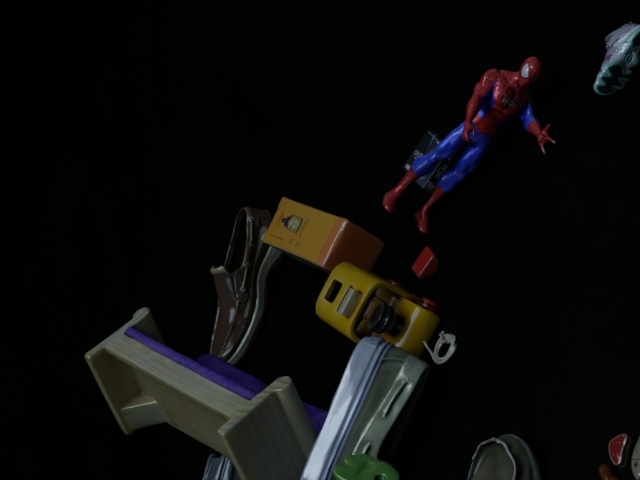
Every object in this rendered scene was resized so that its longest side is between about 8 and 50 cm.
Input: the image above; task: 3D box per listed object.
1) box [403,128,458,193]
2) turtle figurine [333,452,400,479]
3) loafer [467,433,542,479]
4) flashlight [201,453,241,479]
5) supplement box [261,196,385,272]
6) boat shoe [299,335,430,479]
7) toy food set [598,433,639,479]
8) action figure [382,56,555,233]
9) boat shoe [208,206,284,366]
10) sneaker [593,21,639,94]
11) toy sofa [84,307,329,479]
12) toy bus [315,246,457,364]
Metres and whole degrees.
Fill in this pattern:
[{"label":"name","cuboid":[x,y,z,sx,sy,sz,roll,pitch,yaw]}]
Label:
[{"label":"box","cuboid":[0.152,-0.110,2.152,0.067,0.018,0.083,-56,27,12]},{"label":"turtle figurine","cuboid":[0.004,0.357,1.705,0.274,0.198,0.266,-121,22,-51]},{"label":"loafer","cuboid":[0.165,0.318,1.649,0.094,0.087,0.251,-20,49,53]},{"label":"flashlight","cuboid":[-0.143,0.443,2.086,0.103,0.103,0.304,-5,65,54]},{"label":"supplement box","cuboid":[0.000,0.000,2.258,0.078,0.080,0.233,-63,28,-2]},{"label":"boat shoe","cuboid":[0.045,0.268,1.901,0.094,0.109,0.302,19,91,20]},{"label":"toy food set","cuboid":[0.298,0.242,1.558,0.078,0.019,0.122,-27,43,49]},{"label":"action figure","cuboid":[0.198,-0.113,1.995,0.280,0.091,0.139,-52,22,23]},{"label":"boat shoe","cuboid":[-0.134,0.068,2.409,0.095,0.095,0.257,-14,53,56]},{"label":"sneaker","cuboid":[0.355,-0.221,1.877,0.098,0.038,0.069,-50,26,4]},{"label":"toy sofa","cuboid":[-0.138,0.204,2.078,0.177,0.150,0.363,-38,33,-24]},{"label":"toy bus","cuboid":[0.071,0.096,2.007,0.202,0.104,0.191,-39,35,39]}]
